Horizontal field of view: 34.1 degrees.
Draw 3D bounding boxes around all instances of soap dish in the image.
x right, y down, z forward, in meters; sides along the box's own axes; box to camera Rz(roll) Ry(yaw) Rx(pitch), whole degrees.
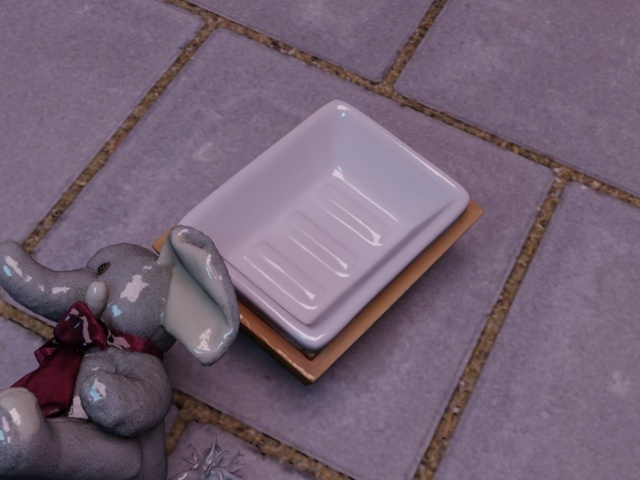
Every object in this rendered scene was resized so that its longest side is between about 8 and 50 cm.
[{"bbox_3d":[0.000,0.000,1.132,0.229,0.118,0.291,38,60,18],"label":"soap dish"}]

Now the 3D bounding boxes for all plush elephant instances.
[{"bbox_3d":[-0.210,0.105,0.956,0.329,0.271,0.256,11,65,-35],"label":"plush elephant"}]
